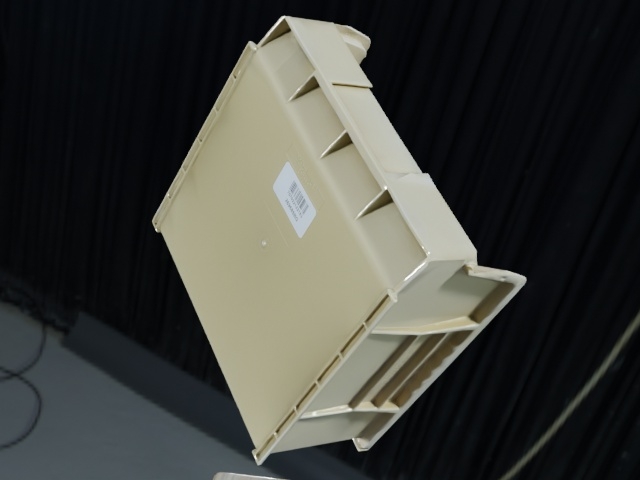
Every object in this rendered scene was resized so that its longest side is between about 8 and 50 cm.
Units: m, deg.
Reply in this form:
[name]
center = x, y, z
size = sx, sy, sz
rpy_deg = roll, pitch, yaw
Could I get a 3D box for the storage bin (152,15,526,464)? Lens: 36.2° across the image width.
[storage bin]
center = 0.000, 0.000, 0.798
size = 0.123, 0.260, 0.262
rpy_deg = -1, 51, -38

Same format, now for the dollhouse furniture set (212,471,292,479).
[dollhouse furniture set]
center = 0.072, 0.191, 0.377
size = 0.242, 0.161, 0.212
rpy_deg = 1, 45, 22
